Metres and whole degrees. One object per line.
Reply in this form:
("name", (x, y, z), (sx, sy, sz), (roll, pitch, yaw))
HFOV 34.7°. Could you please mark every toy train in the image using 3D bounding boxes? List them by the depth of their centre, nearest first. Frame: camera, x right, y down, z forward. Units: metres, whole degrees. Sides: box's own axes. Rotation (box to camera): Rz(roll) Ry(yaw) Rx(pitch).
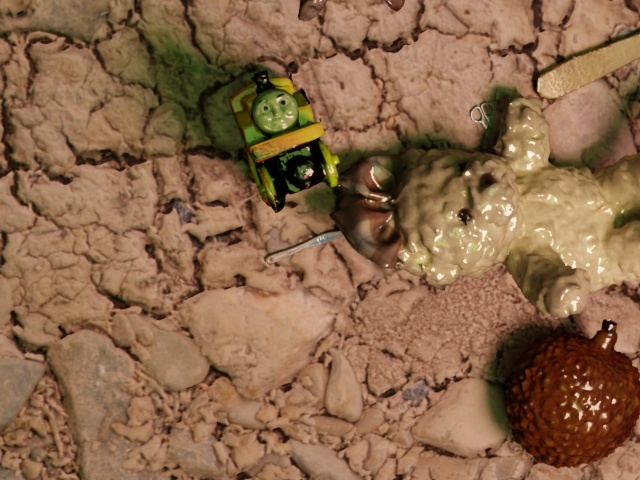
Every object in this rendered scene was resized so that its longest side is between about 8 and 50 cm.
("toy train", (-0.050, -0.125, 1.241), (0.100, 0.296, 0.160), (-21, 99, -3))

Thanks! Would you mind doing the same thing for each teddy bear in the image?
("teddy bear", (0.267, -0.060, 1.311), (0.362, 0.375, 0.327), (22, 57, -32))

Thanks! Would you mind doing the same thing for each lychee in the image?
("lychee", (0.365, 0.218, 1.459), (0.200, 0.200, 0.238), (19, 112, -15))

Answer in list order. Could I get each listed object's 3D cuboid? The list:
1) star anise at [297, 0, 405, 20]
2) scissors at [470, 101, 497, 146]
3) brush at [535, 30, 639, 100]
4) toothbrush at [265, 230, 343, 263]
("star anise", (0.024, -0.404, 1.277), (0.212, 0.129, 0.282), (-30, 104, 16))
("scissors", (0.237, -0.153, 1.433), (0.036, 0.006, 0.083), (-26, 107, -1))
("brush", (0.453, -0.278, 1.435), (0.336, 0.020, 0.085), (-23, 108, -3))
("toothbrush", (0.000, 0.000, 1.422), (0.162, 0.017, 0.014), (-21, 106, -5))
